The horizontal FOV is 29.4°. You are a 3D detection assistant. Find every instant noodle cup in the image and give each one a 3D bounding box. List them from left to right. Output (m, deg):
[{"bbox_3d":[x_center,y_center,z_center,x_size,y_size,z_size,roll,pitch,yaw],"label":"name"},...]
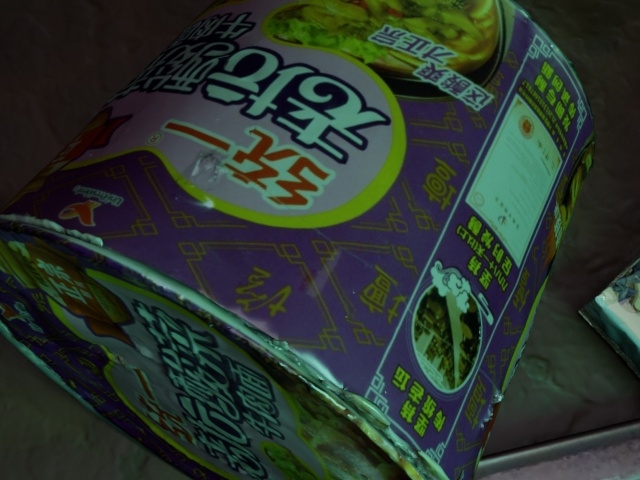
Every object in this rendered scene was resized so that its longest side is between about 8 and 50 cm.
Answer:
[{"bbox_3d":[0.000,0.000,0.719,0.340,0.340,0.266,32,67,5],"label":"instant noodle cup"}]

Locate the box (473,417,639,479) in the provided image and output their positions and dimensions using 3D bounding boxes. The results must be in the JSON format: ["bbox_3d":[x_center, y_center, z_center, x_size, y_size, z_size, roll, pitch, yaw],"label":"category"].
[{"bbox_3d":[0.205,0.176,0.794,0.224,0.069,0.120,-14,77,-6],"label":"box"}]

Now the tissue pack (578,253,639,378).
[{"bbox_3d":[0.234,0.058,0.829,0.074,0.059,0.094,-40,81,-14],"label":"tissue pack"}]
